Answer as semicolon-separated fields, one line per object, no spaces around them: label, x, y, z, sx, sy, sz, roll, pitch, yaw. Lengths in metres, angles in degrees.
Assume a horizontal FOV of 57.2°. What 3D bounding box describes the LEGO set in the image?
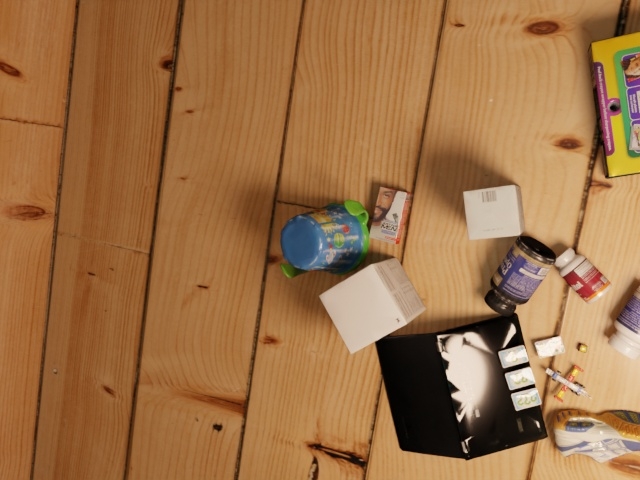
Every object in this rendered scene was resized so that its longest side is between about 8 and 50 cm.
LEGO set;0.658;0.379;1.684;0.244;0.060;0.183;-17;88;9

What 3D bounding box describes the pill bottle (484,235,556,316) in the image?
pill bottle;0.566;0.106;1.683;0.122;0.122;0.219;34;118;18

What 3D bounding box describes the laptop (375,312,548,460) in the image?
laptop;0.424;0.450;1.830;0.407;0.236;0.382;-13;88;-5

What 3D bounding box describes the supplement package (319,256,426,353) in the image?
supplement package;0.166;0.190;1.790;0.199;0.262;0.198;-33;81;21

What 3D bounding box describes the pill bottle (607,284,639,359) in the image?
pill bottle;0.863;0.221;1.579;0.112;0.112;0.187;33;104;18

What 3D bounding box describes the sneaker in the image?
sneaker;0.810;0.555;1.641;0.296;0.112;0.131;-1;110;24

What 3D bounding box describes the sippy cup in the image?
sippy cup;0.000;0.000;1.847;0.240;0.224;0.306;21;105;33

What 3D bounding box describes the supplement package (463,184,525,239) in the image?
supplement package;0.492;-0.080;1.646;0.138;0.244;0.134;-6;91;22

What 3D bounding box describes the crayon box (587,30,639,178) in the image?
crayon box;0.895;-0.366;1.534;0.312;0.106;0.363;-8;90;20

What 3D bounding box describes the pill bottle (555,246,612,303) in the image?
pill bottle;0.728;0.096;1.643;0.086;0.086;0.152;-45;75;19

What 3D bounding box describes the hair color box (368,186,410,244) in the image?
hair color box;0.220;-0.080;1.866;0.093;0.053;0.167;15;98;23
